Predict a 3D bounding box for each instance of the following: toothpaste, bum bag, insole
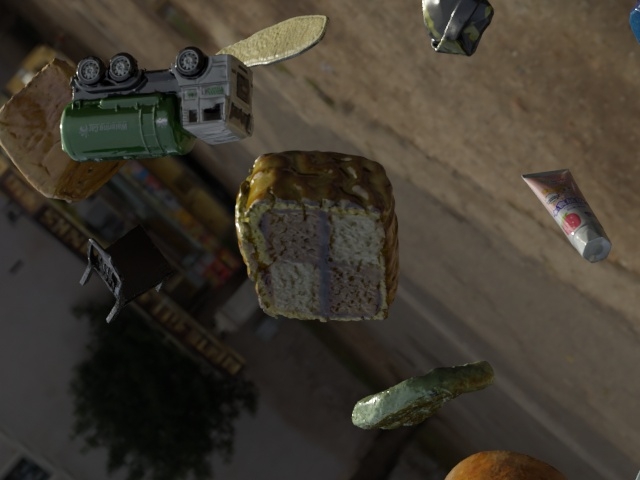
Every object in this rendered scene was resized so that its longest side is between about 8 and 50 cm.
[{"bbox_3d":[0.325,-0.041,1.591,0.194,0.067,0.043,-110,12,-55],"label":"toothpaste"},{"bbox_3d":[0.146,-0.338,1.517,0.106,0.060,0.233,-18,99,42],"label":"bum bag"},{"bbox_3d":[-0.078,-0.275,1.729,0.247,0.081,0.011,-11,140,44],"label":"insole"}]

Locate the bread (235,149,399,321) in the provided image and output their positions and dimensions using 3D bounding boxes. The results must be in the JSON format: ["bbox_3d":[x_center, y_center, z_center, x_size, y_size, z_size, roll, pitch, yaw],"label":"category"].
[{"bbox_3d":[0.000,0.000,1.404,0.181,0.096,0.222,0,138,7],"label":"bread"}]

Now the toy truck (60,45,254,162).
[{"bbox_3d":[-0.206,-0.164,1.516,0.242,0.125,0.101,-4,169,17],"label":"toy truck"}]

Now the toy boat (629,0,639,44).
[{"bbox_3d":[0.529,-0.369,1.674,0.070,0.291,0.210,43,153,19],"label":"toy boat"}]

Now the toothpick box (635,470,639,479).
[{"bbox_3d":[0.308,0.216,1.019,0.083,0.052,0.052,21,165,32],"label":"toothpick box"}]

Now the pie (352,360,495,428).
[{"bbox_3d":[0.160,0.241,1.888,0.240,0.240,0.054,58,-169,-75],"label":"pie"}]

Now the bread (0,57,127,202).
[{"bbox_3d":[-0.354,-0.151,1.713,0.143,0.158,0.149,43,-174,9],"label":"bread"}]

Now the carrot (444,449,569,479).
[{"bbox_3d":[0.180,0.364,1.307,0.196,0.196,0.254,41,-153,6],"label":"carrot"}]

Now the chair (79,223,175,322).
[{"bbox_3d":[-0.255,0.030,1.634,0.084,0.101,0.212,52,157,7],"label":"chair"}]
